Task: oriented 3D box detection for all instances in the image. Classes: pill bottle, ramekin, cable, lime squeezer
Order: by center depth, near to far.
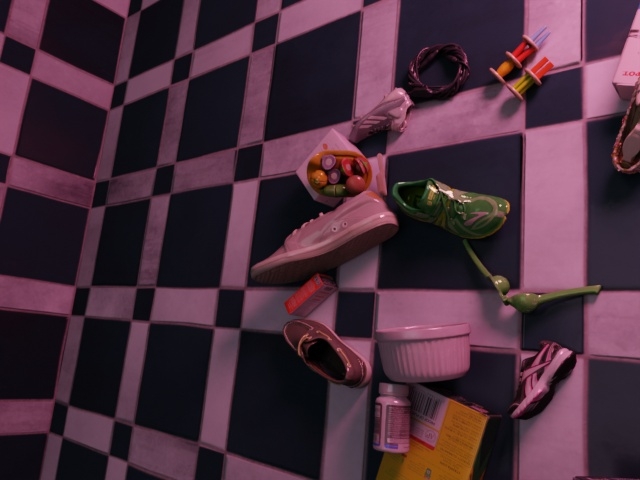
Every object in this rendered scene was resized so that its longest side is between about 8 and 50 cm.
[{"bbox_3d":[0.154,0.376,1.118,0.078,0.078,0.137,-6,73,39],"label":"pill bottle"},{"bbox_3d":[0.414,0.088,1.119,0.310,0.059,0.110,24,94,42],"label":"lime squeezer"},{"bbox_3d":[0.226,0.242,1.139,0.207,0.207,0.109,-12,79,37],"label":"ramekin"},{"bbox_3d":[0.312,-0.442,1.368,0.184,0.047,0.151,11,80,44],"label":"cable"}]

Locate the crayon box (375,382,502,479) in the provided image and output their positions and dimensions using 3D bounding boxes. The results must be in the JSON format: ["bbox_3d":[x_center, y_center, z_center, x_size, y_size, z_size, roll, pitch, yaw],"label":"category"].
[{"bbox_3d":[0.235,0.483,1.121,0.202,0.081,0.319,17,88,42],"label":"crayon box"}]

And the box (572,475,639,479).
[{"bbox_3d":[0.515,0.476,0.822,0.059,0.232,0.183,138,138,-74],"label":"box"}]

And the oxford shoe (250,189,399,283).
[{"bbox_3d":[0.000,0.000,1.419,0.449,0.169,0.130,-27,64,23],"label":"oxford shoe"}]

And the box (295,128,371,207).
[{"bbox_3d":[0.035,-0.204,1.493,0.170,0.091,0.130,-47,53,20],"label":"box"}]

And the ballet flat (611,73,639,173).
[{"bbox_3d":[0.605,-0.229,0.966,0.091,0.077,0.241,25,127,36],"label":"ballet flat"}]

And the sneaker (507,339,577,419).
[{"bbox_3d":[0.431,0.278,1.053,0.178,0.072,0.077,-53,39,5],"label":"sneaker"}]

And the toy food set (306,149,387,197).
[{"bbox_3d":[0.065,-0.169,1.380,0.217,0.071,0.128,2,108,10],"label":"toy food set"}]

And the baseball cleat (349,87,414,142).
[{"bbox_3d":[0.166,-0.318,1.431,0.206,0.072,0.109,-43,69,33],"label":"baseball cleat"}]

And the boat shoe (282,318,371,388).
[{"bbox_3d":[-0.003,0.287,1.384,0.305,0.091,0.109,27,95,41],"label":"boat shoe"}]

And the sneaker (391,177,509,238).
[{"bbox_3d":[0.289,-0.078,1.224,0.295,0.123,0.109,14,87,41],"label":"sneaker"}]

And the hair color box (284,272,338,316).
[{"bbox_3d":[-0.026,0.153,1.456,0.141,0.072,0.043,-42,55,22],"label":"hair color box"}]

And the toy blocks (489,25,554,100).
[{"bbox_3d":[0.482,-0.412,1.205,0.148,0.054,0.123,-44,53,21],"label":"toy blocks"}]

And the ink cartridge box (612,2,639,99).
[{"bbox_3d":[0.678,-0.374,1.009,0.148,0.086,0.203,21,92,41],"label":"ink cartridge box"}]
